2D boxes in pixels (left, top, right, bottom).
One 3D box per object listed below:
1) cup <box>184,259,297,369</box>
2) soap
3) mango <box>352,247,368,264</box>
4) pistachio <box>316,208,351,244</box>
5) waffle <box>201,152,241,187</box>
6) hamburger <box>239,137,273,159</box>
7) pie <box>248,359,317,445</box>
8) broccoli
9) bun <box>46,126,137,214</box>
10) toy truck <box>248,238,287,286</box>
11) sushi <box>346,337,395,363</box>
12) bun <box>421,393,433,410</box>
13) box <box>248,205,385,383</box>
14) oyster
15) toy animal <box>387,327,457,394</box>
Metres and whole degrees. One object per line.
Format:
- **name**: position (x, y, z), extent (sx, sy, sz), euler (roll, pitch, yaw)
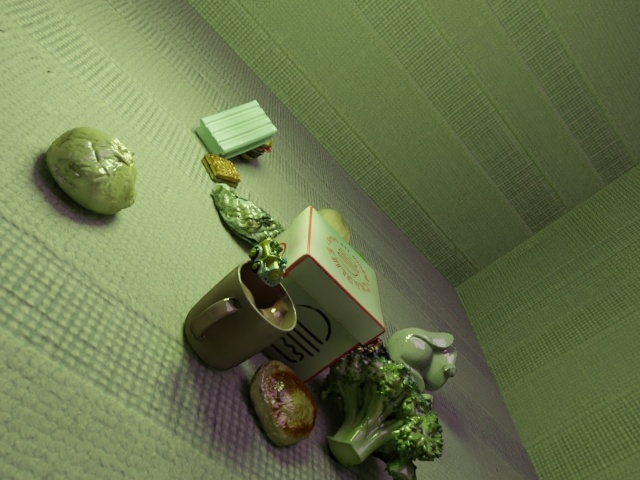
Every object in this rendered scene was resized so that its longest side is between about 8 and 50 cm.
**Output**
- **cup**: position (-0.202, 0.179, 1.240), extent (0.192, 0.200, 0.253), euler (57, 17, 14)
- **soap**: position (-0.313, -0.413, 2.067), extent (0.265, 0.087, 0.160), euler (-31, 83, -37)
- **mango**: position (0.124, 0.128, 2.216), extent (0.192, 0.156, 0.343), euler (49, 16, -18)
- **pistachio**: position (0.000, 0.000, 2.106), extent (0.225, 0.208, 0.332), euler (10, 36, 8)
- **waffle**: position (-0.349, -0.248, 1.947), extent (0.103, 0.042, 0.148), euler (60, 19, 18)
- **hamburger**: position (-0.288, -0.409, 2.246), extent (0.175, 0.136, 0.175), euler (40, 30, -29)
- **pie**: position (-0.089, 0.385, 1.320), extent (0.205, 0.084, 0.178), euler (62, 20, 17)
- **broccoli**: position (0.166, 0.481, 1.496), extent (0.338, 0.277, 0.318), euler (37, 42, -18)
- **bun**: position (-0.503, -0.164, 1.259), extent (0.220, 0.134, 0.220), euler (49, 15, -18)
- **toy truck**: position (-0.111, 0.049, 1.260), extent (0.076, 0.077, 0.111), euler (35, 24, -42)
- **sushi**: position (0.143, 0.370, 1.816), extent (0.172, 0.153, 0.151), euler (-8, 81, -48)
- **bun**: position (0.360, 0.619, 1.977), extent (0.138, 0.094, 0.138), euler (2, 90, -69)
- **box**: position (-0.036, 0.151, 1.544), extent (0.314, 0.300, 0.312), euler (45, 19, -19)
- **oyster**: position (-0.230, -0.078, 1.795), extent (0.267, 0.112, 0.198), euler (28, 21, -28)
- **toy animal**: position (0.393, 0.451, 2.177), extent (0.265, 0.272, 0.206), euler (35, -4, -11)
